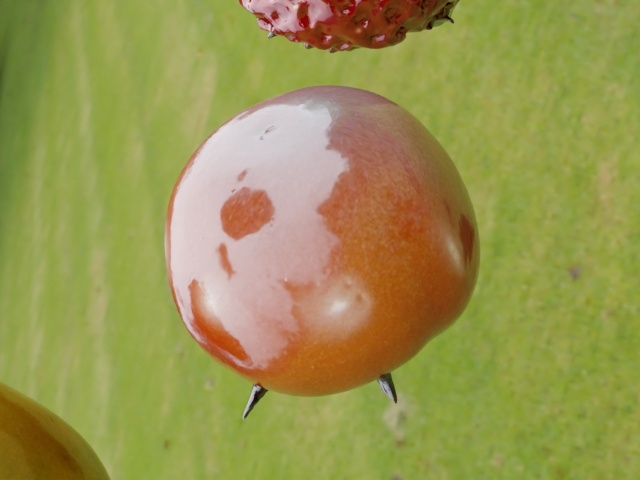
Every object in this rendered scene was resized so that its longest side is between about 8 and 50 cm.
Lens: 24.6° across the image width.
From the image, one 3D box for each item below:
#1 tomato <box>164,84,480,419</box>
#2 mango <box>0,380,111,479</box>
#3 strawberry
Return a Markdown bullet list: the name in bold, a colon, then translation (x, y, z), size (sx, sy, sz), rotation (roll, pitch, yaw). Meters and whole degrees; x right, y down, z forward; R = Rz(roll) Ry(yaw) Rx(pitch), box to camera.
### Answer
- **tomato**: translation (0.000, 0.000, 1.164), size (0.256, 0.255, 0.224), rotation (-107, -4, -56)
- **mango**: translation (-0.252, 0.182, 1.163), size (0.113, 0.253, 0.138), rotation (-36, 10, 31)
- **strawberry**: translation (0.027, -0.345, 1.457), size (0.292, 0.291, 0.310), rotation (-133, 30, -67)
